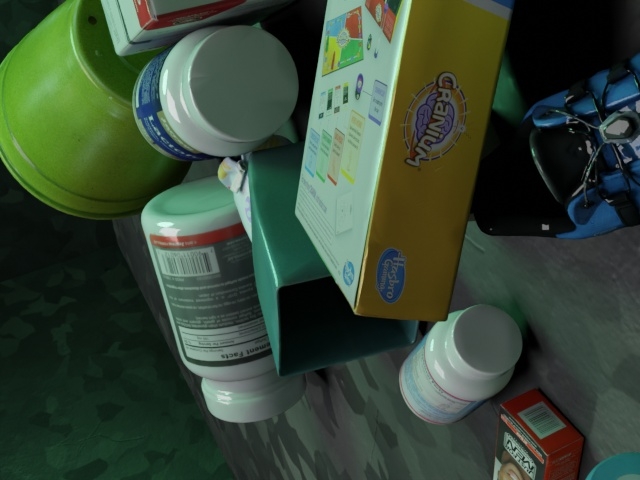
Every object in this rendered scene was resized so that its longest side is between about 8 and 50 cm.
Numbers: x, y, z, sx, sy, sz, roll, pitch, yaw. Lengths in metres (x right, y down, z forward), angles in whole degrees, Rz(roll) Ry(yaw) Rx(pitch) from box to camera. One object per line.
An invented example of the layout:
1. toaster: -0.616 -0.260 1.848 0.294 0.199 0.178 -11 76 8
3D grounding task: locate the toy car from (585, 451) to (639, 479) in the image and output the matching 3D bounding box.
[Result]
1. toy car: 0.251 0.307 0.592 0.238 0.210 0.219 29 148 46

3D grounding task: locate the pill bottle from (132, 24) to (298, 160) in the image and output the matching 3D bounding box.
1. pill bottle: -0.128 -0.174 1.088 0.265 0.153 0.153 7 115 68

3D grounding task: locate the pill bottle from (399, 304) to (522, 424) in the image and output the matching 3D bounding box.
1. pill bottle: 0.135 0.119 0.877 0.087 0.087 0.160 64 161 18

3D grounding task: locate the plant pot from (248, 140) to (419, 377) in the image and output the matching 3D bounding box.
1. plant pot: 0.000 0.000 1.044 0.165 0.166 0.234 92 162 -48

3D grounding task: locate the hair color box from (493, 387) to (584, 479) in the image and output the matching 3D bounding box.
1. hair color box: 0.201 0.215 0.853 0.072 0.043 0.141 49 153 46

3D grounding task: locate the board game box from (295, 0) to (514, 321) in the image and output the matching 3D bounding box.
1. board game box: 0.054 -0.133 0.636 0.242 0.064 0.316 -121 39 -70

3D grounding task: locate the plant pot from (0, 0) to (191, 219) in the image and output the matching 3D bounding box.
1. plant pot: -0.315 -0.255 1.449 0.353 0.367 0.366 -28 82 60

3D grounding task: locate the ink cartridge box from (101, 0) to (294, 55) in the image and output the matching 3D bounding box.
1. ink cartridge box: -0.141 -0.306 1.059 0.273 0.197 0.114 -173 67 -69

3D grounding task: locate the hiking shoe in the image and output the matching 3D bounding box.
1. hiking shoe: 0.185 -0.052 0.481 0.113 0.132 0.304 67 162 8

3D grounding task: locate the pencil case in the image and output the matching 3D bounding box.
1. pencil case: -0.039 -0.007 1.203 0.273 0.114 0.124 64 -178 16

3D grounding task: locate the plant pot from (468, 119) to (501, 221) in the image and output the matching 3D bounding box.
1. plant pot: 0.098 -0.062 0.784 0.109 0.109 0.096 175 88 -71

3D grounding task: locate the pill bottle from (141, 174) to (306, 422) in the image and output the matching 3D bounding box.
1. pill bottle: -0.141 0.093 1.450 0.210 0.210 0.362 35 141 60
